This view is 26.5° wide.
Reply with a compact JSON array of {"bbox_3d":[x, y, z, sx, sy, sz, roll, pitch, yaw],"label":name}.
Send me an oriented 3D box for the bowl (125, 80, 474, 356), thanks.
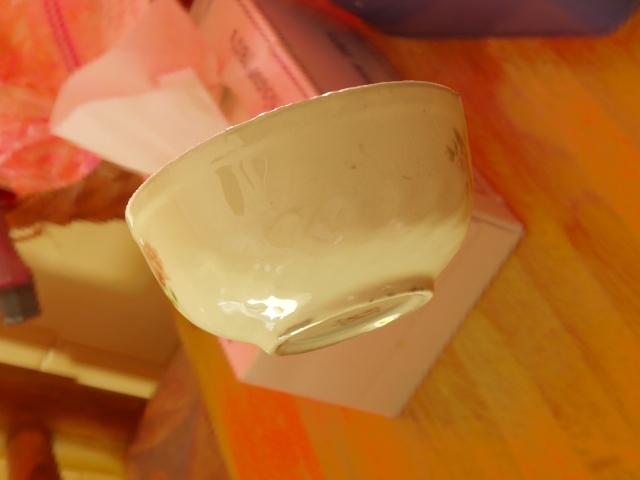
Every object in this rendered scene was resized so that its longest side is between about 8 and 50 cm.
[{"bbox_3d":[0.000,0.000,1.045,0.277,0.277,0.145,-32,71,44],"label":"bowl"}]
